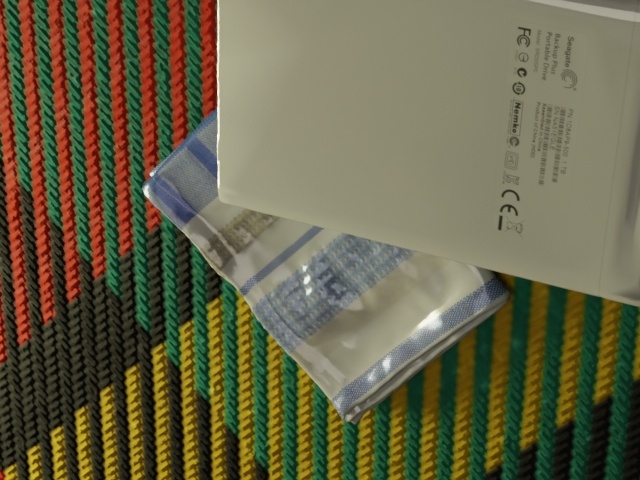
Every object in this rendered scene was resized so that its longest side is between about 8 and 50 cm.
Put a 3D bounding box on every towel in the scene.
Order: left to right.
[{"bbox_3d":[0.000,0.000,1.308,0.285,0.034,0.209,49,122,-2],"label":"towel"}]

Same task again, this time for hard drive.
[{"bbox_3d":[0.087,-0.099,1.165,0.353,0.047,0.233,14,120,21],"label":"hard drive"}]
